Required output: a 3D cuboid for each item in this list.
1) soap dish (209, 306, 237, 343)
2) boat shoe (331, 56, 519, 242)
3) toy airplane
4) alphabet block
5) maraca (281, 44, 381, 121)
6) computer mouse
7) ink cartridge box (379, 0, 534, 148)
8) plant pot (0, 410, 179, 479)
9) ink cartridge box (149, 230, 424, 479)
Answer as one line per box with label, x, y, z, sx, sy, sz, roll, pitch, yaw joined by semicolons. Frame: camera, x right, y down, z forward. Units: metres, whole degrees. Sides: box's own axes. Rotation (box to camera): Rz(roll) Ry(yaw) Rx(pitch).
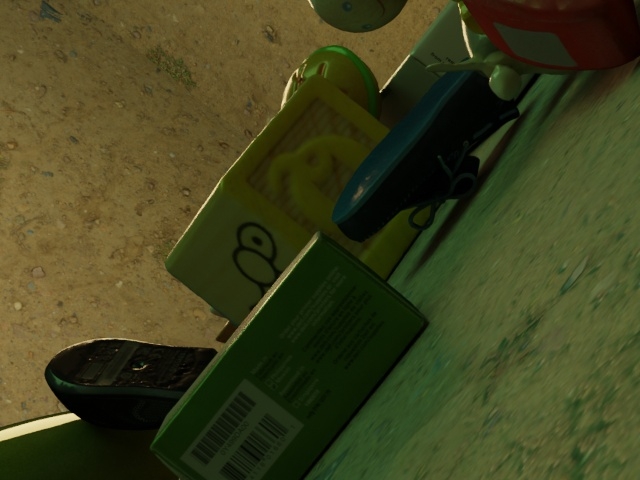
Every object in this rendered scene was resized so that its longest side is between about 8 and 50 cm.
soap dish;0.000;0.000;1.692;0.291;0.118;0.229;-51;2;18
boat shoe;0.112;-0.078;1.230;0.258;0.089;0.109;-47;13;-30
toy airplane;0.090;-0.281;1.063;0.272;0.386;0.384;-38;4;10
alphabet block;-0.016;-0.017;1.419;0.193;0.192;0.197;-55;5;-34
maraca;0.002;-0.134;1.520;0.099;0.127;0.185;-11;-32;-41
computer mouse;-0.178;0.174;1.514;0.188;0.272;0.072;-54;-35;-57
ink cartridge box;0.198;-0.239;1.534;0.289;0.121;0.211;-52;2;-19
plant pot;-0.306;0.307;1.530;0.293;0.275;0.275;-32;-13;-46
ink cartridge box;-0.025;0.091;1.031;0.188;0.097;0.255;-51;3;2
